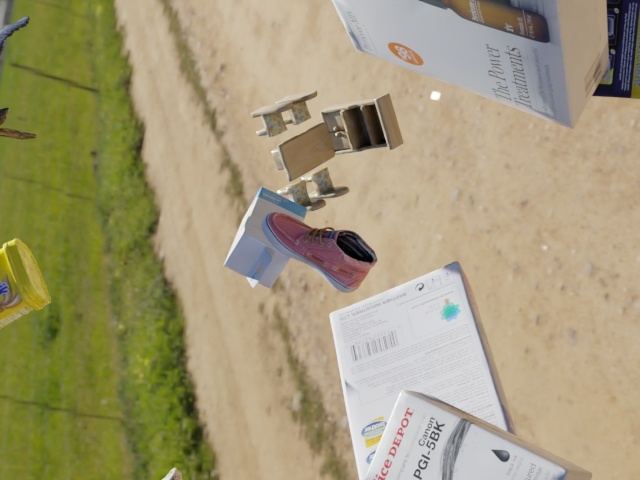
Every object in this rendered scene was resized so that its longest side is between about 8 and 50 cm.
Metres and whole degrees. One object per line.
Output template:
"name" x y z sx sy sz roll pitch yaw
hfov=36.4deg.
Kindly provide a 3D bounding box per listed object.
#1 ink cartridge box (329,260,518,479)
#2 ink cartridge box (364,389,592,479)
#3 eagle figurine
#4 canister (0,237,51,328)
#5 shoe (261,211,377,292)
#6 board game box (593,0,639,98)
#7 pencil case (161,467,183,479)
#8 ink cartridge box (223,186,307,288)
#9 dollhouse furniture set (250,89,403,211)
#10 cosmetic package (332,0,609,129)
"ink cartridge box" 0.124 0.185 1.172 0.185 0.065 0.311 -23 43 13
"ink cartridge box" 0.102 0.175 0.675 0.135 0.056 0.099 21 88 35
"eagle figurine" -0.673 -0.325 1.830 0.225 0.226 0.298 -23 63 29
"canister" -0.540 0.090 1.582 0.126 0.170 0.073 59 178 30
"shoe" 0.000 0.000 1.450 0.063 0.178 0.081 -54 1 -43
"board game box" 0.321 -0.256 1.140 0.048 0.141 0.170 -47 -39 -62
"pencil case" -0.166 0.589 1.690 0.160 0.410 0.183 -48 -5 7
"ink cartridge box" -0.093 0.000 1.625 0.092 0.090 0.143 -57 10 41
"dollhouse furniture set" 0.022 -0.195 1.924 0.161 0.242 0.212 -3 112 43
"cosmetic package" 0.125 -0.270 0.946 0.284 0.377 0.097 27 80 25
